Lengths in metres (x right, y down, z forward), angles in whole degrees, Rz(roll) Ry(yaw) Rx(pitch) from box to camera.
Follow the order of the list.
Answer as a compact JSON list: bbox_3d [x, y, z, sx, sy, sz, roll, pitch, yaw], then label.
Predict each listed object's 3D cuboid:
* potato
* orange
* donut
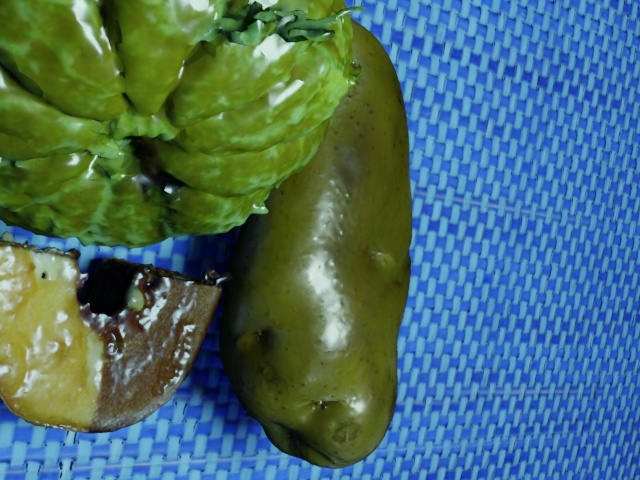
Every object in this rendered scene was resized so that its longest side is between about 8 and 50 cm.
[{"bbox_3d":[0.000,0.000,1.082,0.196,0.176,0.369,8,86,-43],"label":"potato"},{"bbox_3d":[-0.124,-0.127,0.838,0.301,0.300,0.223,97,-8,-50],"label":"orange"},{"bbox_3d":[-0.185,0.062,0.955,0.217,0.085,0.141,19,86,-47],"label":"donut"}]
